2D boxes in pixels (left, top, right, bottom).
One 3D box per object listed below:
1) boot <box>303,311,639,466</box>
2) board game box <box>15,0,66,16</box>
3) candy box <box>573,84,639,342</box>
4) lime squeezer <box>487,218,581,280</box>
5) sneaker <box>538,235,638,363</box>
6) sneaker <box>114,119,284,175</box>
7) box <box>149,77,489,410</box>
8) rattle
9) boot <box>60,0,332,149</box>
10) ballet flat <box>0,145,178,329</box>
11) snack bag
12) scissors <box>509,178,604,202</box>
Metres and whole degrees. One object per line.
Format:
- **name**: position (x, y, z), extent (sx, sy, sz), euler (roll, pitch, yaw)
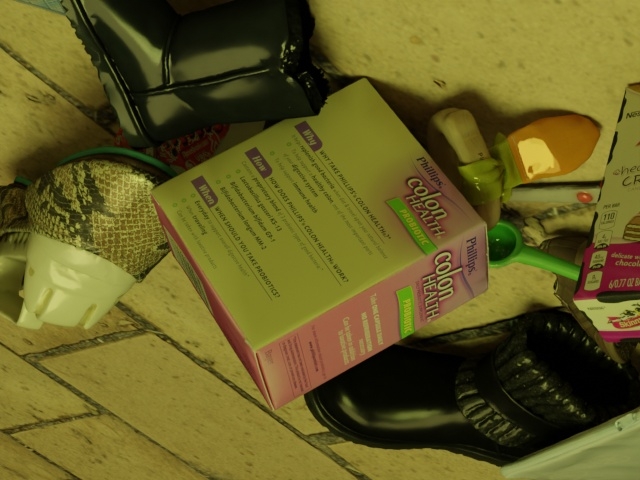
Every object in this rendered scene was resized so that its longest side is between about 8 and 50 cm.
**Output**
- **boot**: position (0.174, 0.166, 1.677), extent (0.348, 0.131, 0.260), euler (11, 157, -13)
- **board game box**: position (-0.312, -0.288, 1.333), extent (0.194, 0.060, 0.194), euler (-3, 142, 34)
- **candy box**: position (0.316, -0.033, 1.186), extent (0.159, 0.233, 0.071), euler (-7, 139, 37)
- **lime squeezer**: position (0.175, 0.022, 1.501), extent (0.310, 0.059, 0.110), euler (-1, 124, 54)
- **sneaker**: position (0.292, 0.058, 1.533), extent (0.071, 0.066, 0.188), euler (17, 149, 40)
- **sneaker**: position (-0.131, -0.109, 1.478), extent (0.145, 0.090, 0.270), euler (24, 152, -11)
- **box**: position (0.000, 0.000, 1.347), extent (0.213, 0.243, 0.117), euler (53, 167, 33)
- **rattle**: position (0.168, -0.076, 1.410), extent (0.130, 0.143, 0.199), euler (51, 168, 10)
- **boot**: position (-0.116, -0.209, 1.315), extent (0.207, 0.094, 0.246), euler (-13, 116, 18)
- **ballet flat**: position (-0.280, 0.014, 1.557), extent (0.164, 0.182, 0.483), euler (28, 166, -23)
- **snack bag**: position (0.415, 0.231, 1.624), extent (0.343, 0.037, 0.323), euler (5, 158, -23)
- **scissors**: position (0.282, -0.039, 1.406), extent (0.297, 0.021, 0.109), euler (-12, 138, 41)
